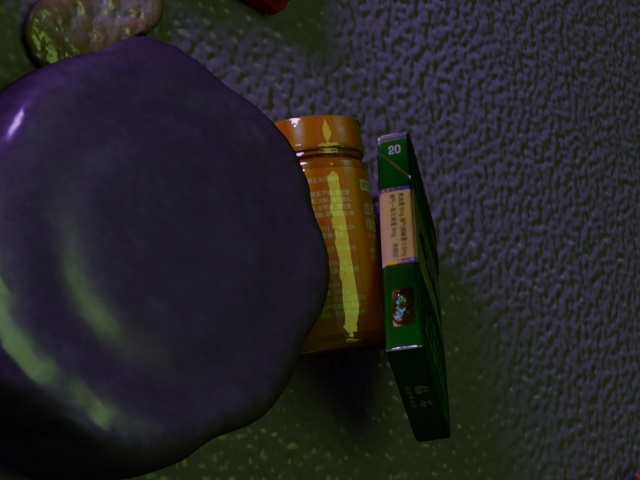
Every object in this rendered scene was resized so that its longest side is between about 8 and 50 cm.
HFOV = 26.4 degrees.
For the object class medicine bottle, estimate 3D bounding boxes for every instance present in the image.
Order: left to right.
[{"bbox_3d":[0.000,0.000,1.131,0.096,0.096,0.192,4,74,-44],"label":"medicine bottle"}]

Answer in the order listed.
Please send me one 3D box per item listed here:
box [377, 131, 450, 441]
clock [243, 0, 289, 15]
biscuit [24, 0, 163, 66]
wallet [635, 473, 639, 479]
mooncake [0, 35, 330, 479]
[{"bbox_3d":[0.078,0.036,1.153,0.132,0.034,0.235,70,15,-46],"label":"box"},{"bbox_3d":[-0.057,-0.293,1.196,0.113,0.061,0.155,28,57,-35],"label":"clock"},{"bbox_3d":[-0.175,-0.175,1.072,0.071,0.018,0.147,54,48,-14],"label":"biscuit"},{"bbox_3d":[0.384,0.355,1.421,0.241,0.067,0.141,50,43,-27],"label":"wallet"},{"bbox_3d":[-0.148,0.016,0.941,0.306,0.154,0.306,17,65,-41],"label":"mooncake"}]
